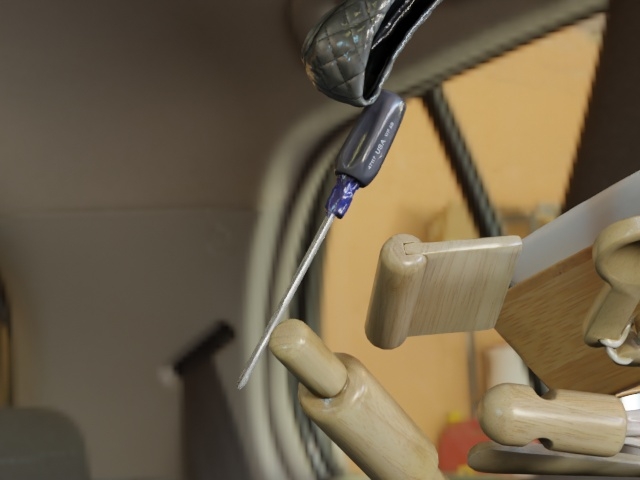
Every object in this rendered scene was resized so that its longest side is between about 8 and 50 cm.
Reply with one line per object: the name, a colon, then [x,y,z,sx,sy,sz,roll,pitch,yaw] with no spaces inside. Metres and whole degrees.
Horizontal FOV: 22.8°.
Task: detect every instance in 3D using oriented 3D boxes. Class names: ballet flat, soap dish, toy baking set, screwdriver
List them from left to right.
screwdriver: [0.000,0.000,0.792,0.024,0.170,0.025,22,-9,23]
ballet flat: [0.061,-0.136,0.798,0.049,0.173,0.057,42,0,30]
toy baking set: [0.101,0.068,0.631,0.197,0.030,0.256,-11,-35,17]
soap dish: [0.280,0.013,0.983,0.291,0.118,0.229,-8,-15,-31]
